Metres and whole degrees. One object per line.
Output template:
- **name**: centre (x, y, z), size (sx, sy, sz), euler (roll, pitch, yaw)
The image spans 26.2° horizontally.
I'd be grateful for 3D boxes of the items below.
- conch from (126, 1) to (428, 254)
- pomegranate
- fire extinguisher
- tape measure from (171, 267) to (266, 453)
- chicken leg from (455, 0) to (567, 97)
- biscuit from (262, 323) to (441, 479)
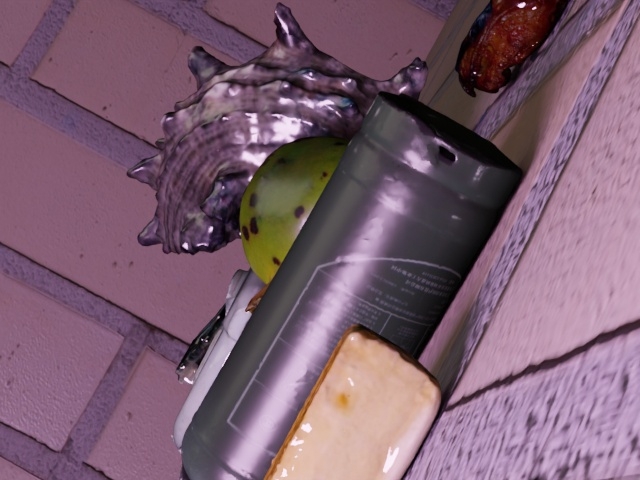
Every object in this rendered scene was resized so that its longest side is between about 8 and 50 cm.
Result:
- **conch**: centre (-0.026, -0.074, 1.224), size (0.313, 0.241, 0.186), euler (-22, 58, 21)
- **pomegranate**: centre (0.006, -0.010, 1.037), size (0.169, 0.143, 0.122), euler (-49, -8, -50)
- **fire extinguisher**: centre (-0.006, 0.068, 0.784), size (0.095, 0.114, 0.311), euler (39, 105, 42)
- **tape measure**: centre (-0.055, 0.104, 1.301), size (0.246, 0.125, 0.243), euler (-59, 2, 23)
- **chicken leg**: centre (0.165, -0.192, 1.026), size (0.106, 0.051, 0.253), euler (-55, 1, -42)
- **biscuit**: centre (-0.007, 0.132, 0.629), size (0.188, 0.056, 0.052), euler (-62, 0, 1)
